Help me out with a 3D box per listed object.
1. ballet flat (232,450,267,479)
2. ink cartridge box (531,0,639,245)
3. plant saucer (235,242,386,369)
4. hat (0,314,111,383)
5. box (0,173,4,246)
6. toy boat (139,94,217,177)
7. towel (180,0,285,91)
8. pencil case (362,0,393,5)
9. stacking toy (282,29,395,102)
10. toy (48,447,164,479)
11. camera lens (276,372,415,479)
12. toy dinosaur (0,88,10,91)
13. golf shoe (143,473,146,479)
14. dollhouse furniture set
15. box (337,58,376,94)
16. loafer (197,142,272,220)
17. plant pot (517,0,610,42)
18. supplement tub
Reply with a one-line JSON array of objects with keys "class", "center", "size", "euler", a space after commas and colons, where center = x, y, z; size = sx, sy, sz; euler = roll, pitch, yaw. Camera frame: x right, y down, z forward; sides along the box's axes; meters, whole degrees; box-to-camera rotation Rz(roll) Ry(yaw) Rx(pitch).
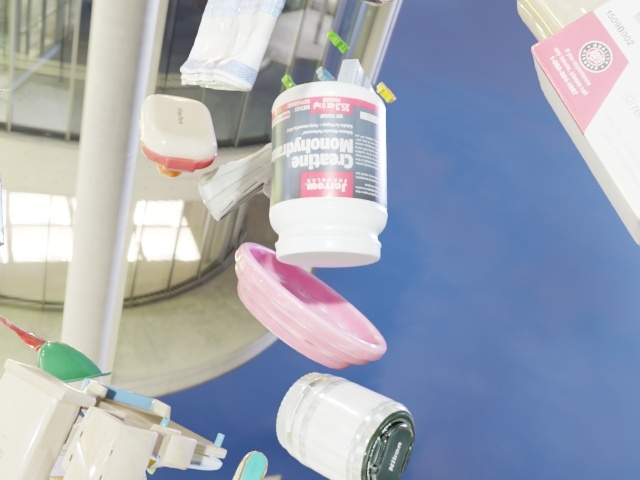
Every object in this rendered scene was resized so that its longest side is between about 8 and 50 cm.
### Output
[{"class": "ballet flat", "center": [-0.169, 0.540, 1.426], "size": [0.073, 0.067, 0.206], "euler": [31, -126, 0]}, {"class": "ink cartridge box", "center": [0.373, -0.155, 0.629], "size": [0.117, 0.283, 0.207], "euler": [29, -145, -62]}, {"class": "plant saucer", "center": [-0.031, 0.130, 1.283], "size": [0.332, 0.084, 0.332], "euler": [36, -174, -4]}, {"class": "hat", "center": [-0.585, 0.229, 1.531], "size": [0.208, 0.173, 0.184], "euler": [-7, -99, -30]}, {"class": "box", "center": [-0.738, -0.038, 1.341], "size": [0.233, 0.044, 0.159], "euler": [-15, -110, 5]}, {"class": "toy boat", "center": [-0.302, -0.198, 1.423], "size": [0.150, 0.151, 0.231], "euler": [5, -141, -21]}, {"class": "towel", "center": [-0.074, -0.300, 0.755], "size": [0.034, 0.285, 0.209], "euler": [18, -175, -29]}, {"class": "pencil case", "center": [-0.010, -0.529, 1.138], "size": [0.410, 0.184, 0.160], "euler": [3, -135, -43]}, {"class": "stacking toy", "center": [0.041, -0.352, 1.589], "size": [0.221, 0.167, 0.052], "euler": [42, -156, -22]}, {"class": "toy", "center": [-0.365, 0.353, 1.040], "size": [0.237, 0.056, 0.136], "euler": [3, 178, -33]}, {"class": "camera lens", "center": [0.062, 0.442, 1.582], "size": [0.274, 0.220, 0.219], "euler": [16, -156, 39]}, {"class": "toy dinosaur", "center": [-0.779, -0.361, 1.492], "size": [0.183, 0.092, 0.053], "euler": [44, -150, -24]}, {"class": "golf shoe", "center": [-0.384, 0.383, 1.289], "size": [0.069, 0.176, 0.086], "euler": [-18, -156, -15]}, {"class": "dollhouse furniture set", "center": [-0.253, 0.309, 0.867], "size": [0.286, 0.198, 0.303], "euler": [12, 166, 39]}, {"class": "box", "center": [0.081, -0.274, 1.480], "size": [0.038, 0.186, 0.145], "euler": [4, -113, 28]}, {"class": "loafer", "center": [-0.103, -0.140, 1.441], "size": [0.112, 0.319, 0.112], "euler": [67, -163, -1]}, {"class": "plant pot", "center": [0.596, -0.484, 1.478], "size": [0.333, 0.334, 0.306], "euler": [-3, -133, -30]}, {"class": "supplement tub", "center": [0.013, -0.102, 1.126], "size": [0.191, 0.272, 0.191], "euler": [0, 169, 0]}]
